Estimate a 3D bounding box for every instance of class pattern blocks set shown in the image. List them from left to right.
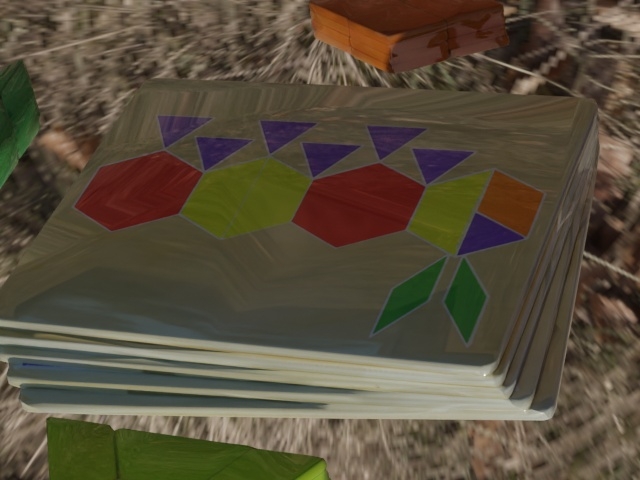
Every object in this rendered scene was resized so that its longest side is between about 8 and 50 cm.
[{"bbox_3d":[0.000,0.000,0.631,0.325,0.285,0.026,11,133,27],"label":"pattern blocks set"}]
